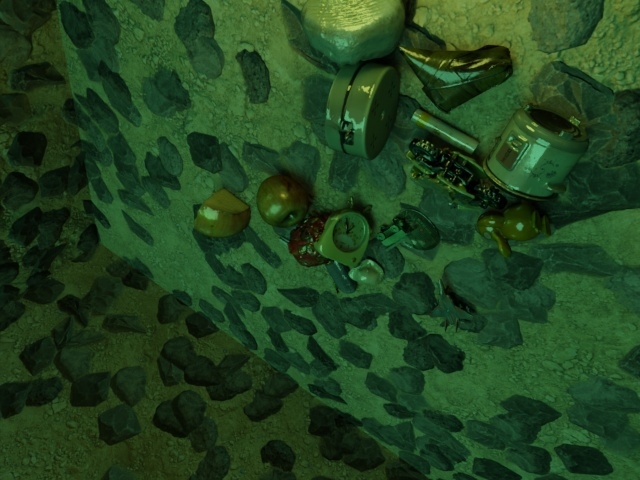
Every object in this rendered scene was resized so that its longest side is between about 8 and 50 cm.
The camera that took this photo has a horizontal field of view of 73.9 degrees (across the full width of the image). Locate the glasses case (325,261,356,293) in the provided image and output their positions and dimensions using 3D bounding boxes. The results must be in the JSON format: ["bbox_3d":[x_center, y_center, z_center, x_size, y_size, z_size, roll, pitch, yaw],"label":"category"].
[{"bbox_3d":[0.104,0.175,2.322,0.109,0.067,0.283,-14,112,39],"label":"glasses case"}]

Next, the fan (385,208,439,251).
[{"bbox_3d":[0.400,-0.044,1.967,0.294,0.012,0.224,-3,122,38],"label":"fan"}]

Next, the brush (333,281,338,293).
[{"bbox_3d":[0.088,0.272,2.448,0.021,0.018,0.083,14,131,40],"label":"brush"}]

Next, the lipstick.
[{"bbox_3d":[0.465,-0.407,1.592,0.263,0.059,0.059,33,137,10],"label":"lipstick"}]

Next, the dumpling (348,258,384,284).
[{"bbox_3d":[0.238,0.159,2.191,0.169,0.100,0.134,20,119,19],"label":"dumpling"}]

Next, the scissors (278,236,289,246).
[{"bbox_3d":[-0.153,0.039,2.428,0.204,0.027,0.101,34,136,6],"label":"scissors"}]

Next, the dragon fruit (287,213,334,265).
[{"bbox_3d":[0.000,0.000,2.139,0.290,0.250,0.269,-31,129,17],"label":"dragon fruit"}]

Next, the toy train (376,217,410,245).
[{"bbox_3d":[0.335,-0.036,1.970,0.099,0.070,0.172,42,139,-11],"label":"toy train"}]

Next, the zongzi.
[{"bbox_3d":[0.430,-0.582,1.373,0.300,0.139,0.286,38,141,-27],"label":"zongzi"}]

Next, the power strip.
[{"bbox_3d":[0.150,-0.469,1.550,0.161,0.357,0.358,20,133,21],"label":"power strip"}]

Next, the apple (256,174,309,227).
[{"bbox_3d":[-0.194,-0.197,2.110,0.264,0.264,0.265,20,133,22],"label":"apple"}]

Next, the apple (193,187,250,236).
[{"bbox_3d":[-0.587,-0.134,2.499,0.309,0.313,0.252,-60,38,41],"label":"apple"}]

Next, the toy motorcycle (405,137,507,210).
[{"bbox_3d":[0.497,-0.237,1.597,0.410,0.169,0.237,37,175,3],"label":"toy motorcycle"}]

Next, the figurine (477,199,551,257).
[{"bbox_3d":[0.727,-0.057,1.618,0.215,0.215,0.228,47,123,-6],"label":"figurine"}]

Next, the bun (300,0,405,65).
[{"bbox_3d":[0.107,-0.728,1.425,0.354,0.355,0.194,23,156,19],"label":"bun"}]

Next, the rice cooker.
[{"bbox_3d":[0.691,-0.271,1.394,0.316,0.264,0.317,29,125,55],"label":"rice cooker"}]

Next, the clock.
[{"bbox_3d":[0.125,-0.047,1.991,0.234,0.308,0.096,24,-177,-25],"label":"clock"}]

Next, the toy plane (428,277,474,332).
[{"bbox_3d":[0.609,0.300,2.031,0.222,0.104,0.327,-2,118,36],"label":"toy plane"}]
